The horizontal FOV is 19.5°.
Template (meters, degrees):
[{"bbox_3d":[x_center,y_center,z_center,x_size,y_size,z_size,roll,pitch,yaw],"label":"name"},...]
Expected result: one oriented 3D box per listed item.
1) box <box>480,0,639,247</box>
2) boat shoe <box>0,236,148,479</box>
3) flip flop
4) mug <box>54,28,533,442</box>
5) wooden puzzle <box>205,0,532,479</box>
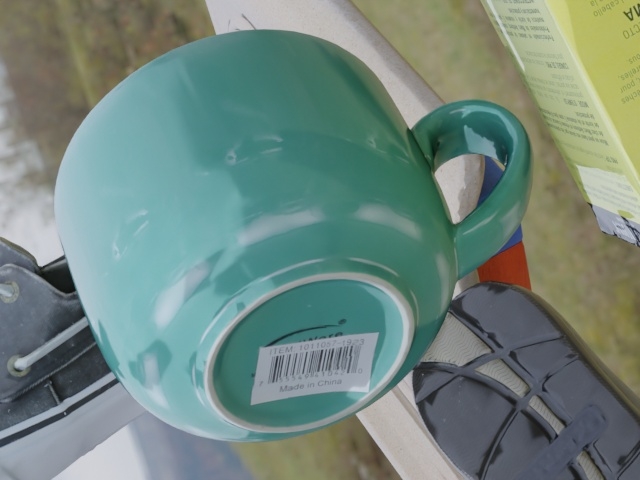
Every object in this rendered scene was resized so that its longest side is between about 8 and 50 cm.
[{"bbox_3d":[0.071,-0.108,0.575,0.232,0.058,0.087,60,177,-10],"label":"box"},{"bbox_3d":[-0.149,0.048,1.004,0.119,0.335,0.121,65,165,-19],"label":"boat shoe"},{"bbox_3d":[0.130,0.129,0.855,0.080,0.112,0.277,35,-164,-43],"label":"flip flop"},{"bbox_3d":[-0.008,-0.001,0.639,0.129,0.158,0.097,37,-160,-43],"label":"mug"},{"bbox_3d":[0.041,-0.011,1.128,0.322,0.080,0.348,52,160,42],"label":"wooden puzzle"}]
